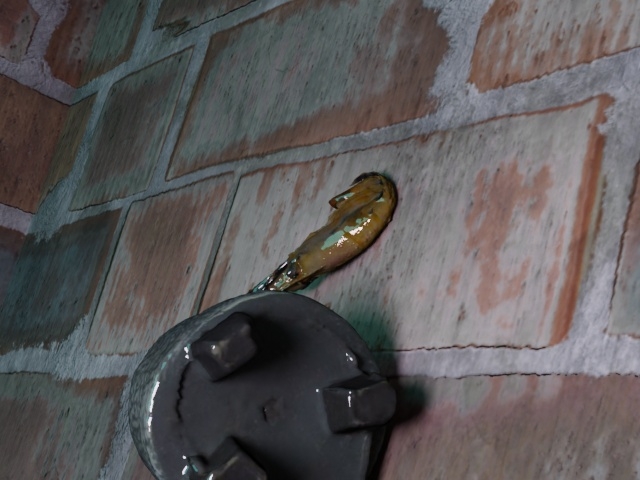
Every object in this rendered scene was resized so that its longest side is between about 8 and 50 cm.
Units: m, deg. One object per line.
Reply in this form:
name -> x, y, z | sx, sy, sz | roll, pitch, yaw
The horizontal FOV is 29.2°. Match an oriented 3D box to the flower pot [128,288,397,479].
flower pot -> -0.061, 0.207, 1.406 | 0.283, 0.299, 0.299 | -17, 54, 69

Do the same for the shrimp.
shrimp -> 0.002, 0.009, 1.639 | 0.262, 0.066, 0.117 | -34, 25, 22
